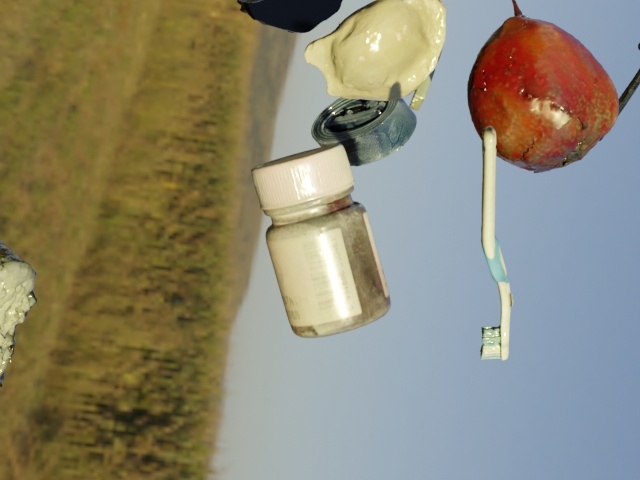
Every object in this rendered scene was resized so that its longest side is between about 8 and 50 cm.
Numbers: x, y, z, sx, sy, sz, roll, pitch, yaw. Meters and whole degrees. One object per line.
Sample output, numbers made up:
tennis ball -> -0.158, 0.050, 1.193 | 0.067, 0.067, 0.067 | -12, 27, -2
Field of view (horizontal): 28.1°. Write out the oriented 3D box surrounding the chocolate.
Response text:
chocolate -> -0.082, -0.422, 1.932 | 0.177, 0.224, 0.206 | 17, -40, 51

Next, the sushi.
sushi -> -0.423, 0.095, 1.473 | 0.147, 0.115, 0.213 | -17, 133, -62

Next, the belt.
belt -> 0.076, -0.201, 2.270 | 0.082, 0.190, 0.141 | 51, 43, -34

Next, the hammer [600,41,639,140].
hammer -> 0.444, -0.212, 1.834 | 0.182, 0.062, 0.017 | -64, -142, 40

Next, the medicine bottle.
medicine bottle -> 0.000, 0.000, 1.969 | 0.165, 0.165, 0.273 | -141, -144, -83

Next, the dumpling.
dumpling -> 0.081, -0.252, 1.707 | 0.118, 0.199, 0.136 | -97, 168, -67

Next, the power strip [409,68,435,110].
power strip -> 0.140, -0.211, 1.754 | 0.027, 0.017, 0.083 | 117, -3, -49

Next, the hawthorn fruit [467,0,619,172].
hawthorn fruit -> 0.265, -0.199, 1.598 | 0.181, 0.181, 0.235 | 113, -38, -67

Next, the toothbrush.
toothbrush -> 0.202, 0.015, 1.464 | 0.386, 0.040, 0.040 | 82, 7, -47

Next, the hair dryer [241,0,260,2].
hair dryer -> -0.122, -0.394, 1.494 | 0.244, 0.302, 0.116 | -43, -118, 48
